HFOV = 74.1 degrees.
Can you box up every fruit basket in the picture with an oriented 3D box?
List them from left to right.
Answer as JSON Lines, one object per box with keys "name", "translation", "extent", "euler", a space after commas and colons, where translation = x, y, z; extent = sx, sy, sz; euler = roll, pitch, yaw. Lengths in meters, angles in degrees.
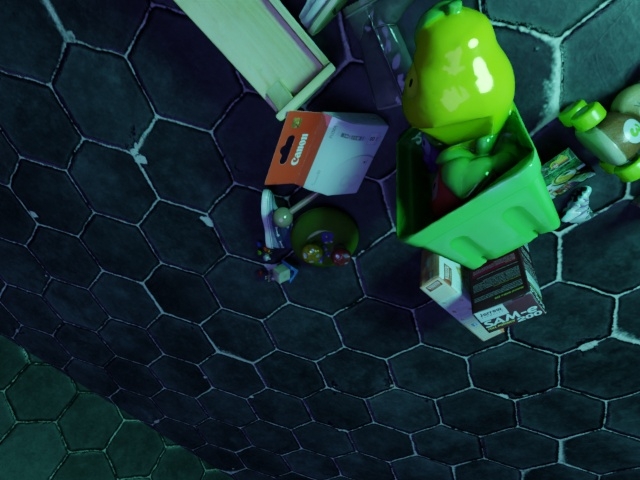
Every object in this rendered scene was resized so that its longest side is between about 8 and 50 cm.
{"name": "fruit basket", "translation": [0.227, -0.188, 0.733], "extent": [0.392, 0.392, 0.283], "euler": [43, 126, -17]}

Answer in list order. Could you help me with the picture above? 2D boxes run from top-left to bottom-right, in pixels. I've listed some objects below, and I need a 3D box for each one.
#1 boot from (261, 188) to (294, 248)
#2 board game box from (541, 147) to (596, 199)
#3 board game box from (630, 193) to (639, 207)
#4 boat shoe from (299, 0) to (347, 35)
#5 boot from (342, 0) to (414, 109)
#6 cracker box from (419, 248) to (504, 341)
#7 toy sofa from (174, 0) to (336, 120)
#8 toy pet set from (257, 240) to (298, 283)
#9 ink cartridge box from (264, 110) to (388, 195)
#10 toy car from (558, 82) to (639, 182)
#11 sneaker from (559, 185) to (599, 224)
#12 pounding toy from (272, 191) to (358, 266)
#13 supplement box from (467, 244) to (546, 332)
{"name": "boot", "translation": [-0.106, -0.055, 1.129], "extent": [0.086, 0.069, 0.189], "euler": [2, 134, 4]}
{"name": "board game box", "translation": [0.441, -0.090, 0.915], "extent": [0.136, 0.030, 0.260], "euler": [12, 140, -40]}
{"name": "board game box", "translation": [0.709, -0.086, 0.813], "extent": [0.060, 0.194, 0.194], "euler": [25, 143, -2]}
{"name": "boat shoe", "translation": [0.046, -0.507, 0.720], "extent": [0.103, 0.113, 0.302], "euler": [36, 117, -9]}
{"name": "boot", "translation": [0.153, -0.371, 0.806], "extent": [0.190, 0.076, 0.208], "euler": [-9, 117, 39]}
{"name": "cracker box", "translation": [0.354, 0.121, 1.063], "extent": [0.232, 0.155, 0.067], "euler": [38, 126, -14]}
{"name": "toy sofa", "translation": [-0.140, -0.420, 0.821], "extent": [0.150, 0.177, 0.362], "euler": [-40, 108, 14]}
{"name": "toy pet set", "translation": [-0.125, 0.066, 1.237], "extent": [0.114, 0.065, 0.122], "euler": [34, 134, 36]}
{"name": "ink cartridge box", "translation": [0.015, -0.181, 0.910], "extent": [0.066, 0.233, 0.189], "euler": [51, 135, 28]}
{"name": "toy car", "translation": [0.571, -0.229, 0.760], "extent": [0.155, 0.149, 0.188], "euler": [45, 114, -6]}
{"name": "sneaker", "translation": [0.583, -0.074, 0.930], "extent": [0.069, 0.038, 0.098], "euler": [17, 138, 2]}
{"name": "pounding toy", "translation": [0.000, 0.000, 1.073], "extent": [0.183, 0.110, 0.236], "euler": [-26, 123, 13]}
{"name": "supplement box", "translation": [0.412, 0.082, 0.963], "extent": [0.130, 0.239, 0.073], "euler": [-32, 112, 33]}
